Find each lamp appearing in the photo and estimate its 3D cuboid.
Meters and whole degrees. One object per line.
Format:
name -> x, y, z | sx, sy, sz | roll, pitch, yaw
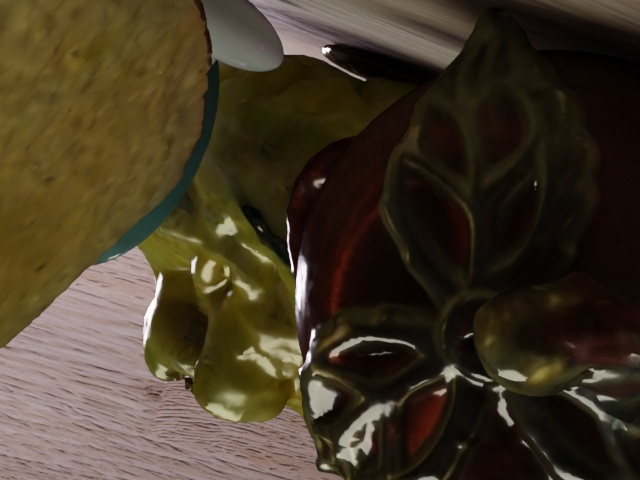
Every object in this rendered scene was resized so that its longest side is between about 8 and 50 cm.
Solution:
lamp -> 0.062, 0.023, 0.420 | 0.215, 0.151, 0.223 | 8, 168, 23

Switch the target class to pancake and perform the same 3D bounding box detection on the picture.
pancake -> 0.052, -0.096, 0.786 | 0.115, 0.011, 0.115 | 20, -175, -2

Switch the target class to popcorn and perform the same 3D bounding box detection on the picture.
popcorn -> 0.000, 0.000, 0.781 | 0.286, 0.252, 0.215 | 26, -135, 27

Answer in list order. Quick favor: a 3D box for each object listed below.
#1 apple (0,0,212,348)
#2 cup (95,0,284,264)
apple -> -0.195, -0.027, 0.388 | 0.314, 0.252, 0.309 | 0, 164, 3
cup -> -0.164, -0.090, 0.654 | 0.300, 0.167, 0.173 | -9, 157, 35
